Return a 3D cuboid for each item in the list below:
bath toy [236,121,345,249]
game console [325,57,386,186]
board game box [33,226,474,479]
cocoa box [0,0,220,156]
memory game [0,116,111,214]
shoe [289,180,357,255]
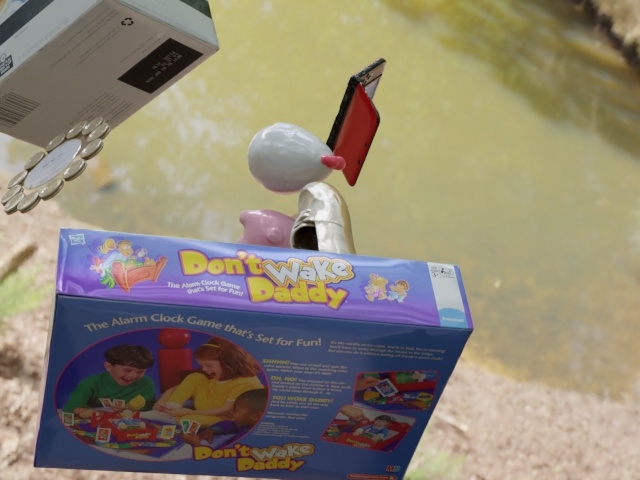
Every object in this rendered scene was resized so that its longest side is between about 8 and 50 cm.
[{"bbox_3d":[-0.037,0.018,1.703,0.129,0.348,0.151,6,0,22],"label":"bath toy"},{"bbox_3d":[0.068,-0.172,1.844,0.085,0.144,0.124,38,46,15],"label":"game console"},{"bbox_3d":[-0.067,0.112,1.120,0.347,0.233,0.078,6,44,-14],"label":"board game box"},{"bbox_3d":[-0.366,-0.327,1.934,0.231,0.347,0.228,20,47,-47],"label":"cocoa box"},{"bbox_3d":[-0.354,-0.100,1.696,0.012,0.186,0.186,52,15,-27],"label":"memory game"},{"bbox_3d":[0.000,0.000,1.510,0.058,0.076,0.219,10,36,-23],"label":"shoe"}]
